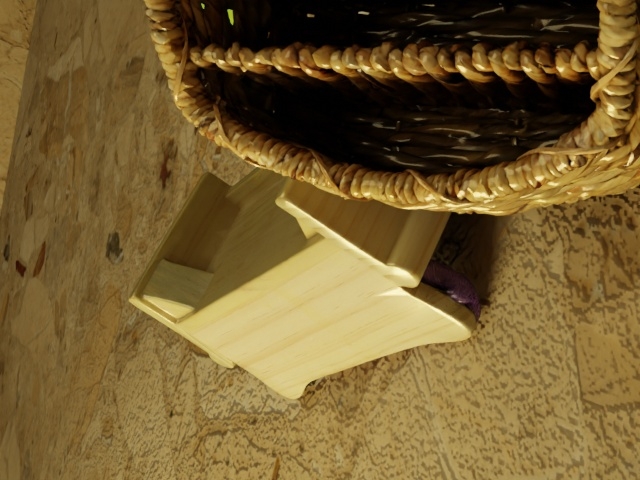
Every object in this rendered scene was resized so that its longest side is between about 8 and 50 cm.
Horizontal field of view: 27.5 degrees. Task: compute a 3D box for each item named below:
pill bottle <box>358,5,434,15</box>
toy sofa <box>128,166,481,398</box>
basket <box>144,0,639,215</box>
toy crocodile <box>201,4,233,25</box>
[{"bbox_3d":[0.086,-0.172,0.935,0.184,0.103,0.103,-161,81,-67],"label":"pill bottle"},{"bbox_3d":[0.000,0.000,1.054,0.362,0.177,0.150,-31,29,61],"label":"toy sofa"},{"bbox_3d":[0.042,-0.128,0.720,0.299,0.223,0.213,7,88,31],"label":"basket"},{"bbox_3d":[-0.088,-0.328,1.393,0.340,0.105,0.115,125,146,-46],"label":"toy crocodile"}]
